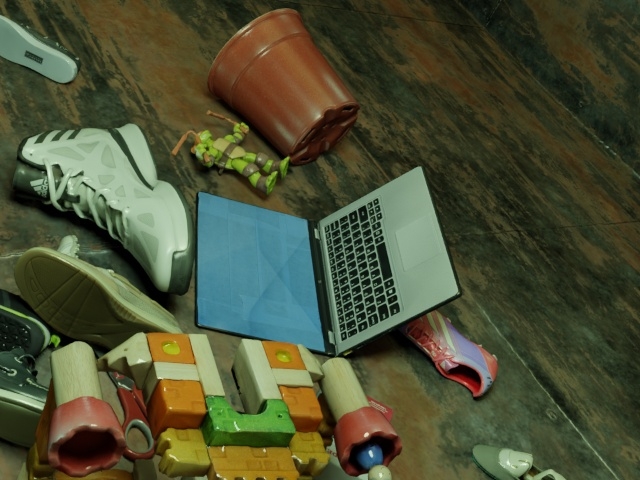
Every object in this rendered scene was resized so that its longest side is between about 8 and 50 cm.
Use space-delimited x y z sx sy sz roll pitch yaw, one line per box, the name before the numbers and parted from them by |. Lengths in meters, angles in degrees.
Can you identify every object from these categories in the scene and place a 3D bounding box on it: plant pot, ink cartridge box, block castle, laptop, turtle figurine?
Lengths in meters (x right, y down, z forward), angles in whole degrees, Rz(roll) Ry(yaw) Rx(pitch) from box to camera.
plant pot | -0.068 -0.332 2.085 0.265 0.272 0.272 50 39 15
ink cartridge box | 0.033 0.320 1.474 0.128 0.072 0.175 29 34 -1
block castle | -0.144 0.303 1.177 0.454 0.303 0.212 8 34 -28
laptop | 0.000 0.000 1.727 0.236 0.408 0.381 48 21 -36
turtle figurine | -0.187 -0.172 1.927 0.217 0.087 0.269 28 26 8

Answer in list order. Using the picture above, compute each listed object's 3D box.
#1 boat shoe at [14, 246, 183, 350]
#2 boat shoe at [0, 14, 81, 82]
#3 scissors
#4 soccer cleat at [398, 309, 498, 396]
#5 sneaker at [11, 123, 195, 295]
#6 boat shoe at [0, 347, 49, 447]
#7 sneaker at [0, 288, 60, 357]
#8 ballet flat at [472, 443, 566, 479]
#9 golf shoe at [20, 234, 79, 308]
boat shoe | -0.337 0.098 1.435 0.302 0.109 0.098 35 16 -26
boat shoe | -0.610 -0.415 1.952 0.229 0.080 0.076 26 29 -6
scissors | -0.293 0.221 1.422 0.109 0.021 0.297 -4 45 -35
soccer cleat | 0.226 0.200 1.760 0.248 0.083 0.095 35 40 4
sneaker | -0.392 -0.051 1.601 0.258 0.169 0.447 -4 38 -29
boat shoe | -0.444 0.193 1.257 0.340 0.127 0.113 15 48 -3
sneaker | -0.504 0.107 1.387 0.235 0.084 0.097 32 11 3
ballet flat | 0.367 0.407 1.603 0.213 0.068 0.072 34 35 8
golf shoe | -0.439 0.048 1.499 0.086 0.069 0.176 9 36 -12
